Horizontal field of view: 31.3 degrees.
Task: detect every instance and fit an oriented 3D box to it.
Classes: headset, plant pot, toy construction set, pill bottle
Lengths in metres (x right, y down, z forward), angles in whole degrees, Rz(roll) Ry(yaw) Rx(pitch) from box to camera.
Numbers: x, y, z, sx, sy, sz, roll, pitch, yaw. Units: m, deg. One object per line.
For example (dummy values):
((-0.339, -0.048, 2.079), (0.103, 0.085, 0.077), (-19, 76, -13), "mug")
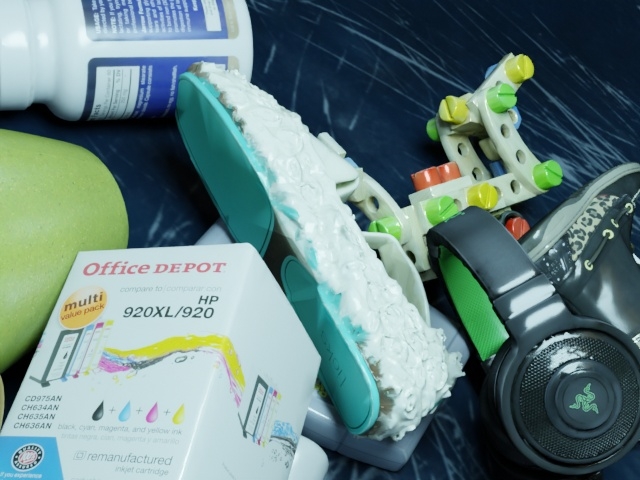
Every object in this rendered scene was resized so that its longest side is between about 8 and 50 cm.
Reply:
((0.235, 0.134, 1.008), (0.185, 0.243, 0.394), (-28, 72, -4), "headset")
((-0.317, 0.011, 0.969), (0.275, 0.274, 0.294), (46, 36, 18), "plant pot")
((0.123, -0.069, 1.227), (0.328, 0.151, 0.215), (-18, 90, -26), "toy construction set")
((-0.218, -0.205, 1.220), (0.265, 0.153, 0.153), (-5, 55, -24), "pill bottle")

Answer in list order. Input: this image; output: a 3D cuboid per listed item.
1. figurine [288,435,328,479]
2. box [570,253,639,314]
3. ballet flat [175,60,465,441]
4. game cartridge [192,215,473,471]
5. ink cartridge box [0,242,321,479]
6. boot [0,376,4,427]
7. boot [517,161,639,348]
((-0.001, 0.288, 0.955), (0.215, 0.092, 0.209), (22, 53, -1), "figurine")
((0.307, 0.096, 1.202), (0.114, 0.103, 0.203), (-26, 65, -34), "box")
((0.000, 0.000, 1.084), (0.147, 0.147, 0.408), (-18, 70, -31), "ballet flat")
((-0.010, 0.090, 1.128), (0.294, 0.060, 0.196), (32, 53, 7), "game cartridge")
((-0.126, 0.142, 0.914), (0.171, 0.168, 0.232), (-2, 51, 22), "ink cartridge box")
((-0.292, 0.199, 0.806), (0.077, 0.165, 0.213), (20, 49, -14), "boot")
((0.301, 0.029, 1.137), (0.178, 0.085, 0.236), (51, 44, 8), "boot")
